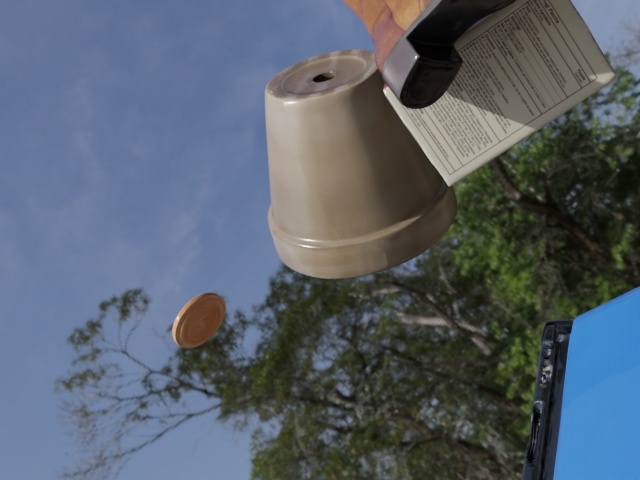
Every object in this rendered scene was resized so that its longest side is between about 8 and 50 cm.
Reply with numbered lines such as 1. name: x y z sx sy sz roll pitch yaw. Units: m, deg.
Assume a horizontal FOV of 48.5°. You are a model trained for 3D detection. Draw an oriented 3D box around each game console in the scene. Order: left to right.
1. game console: 0.303 0.217 0.712 0.250 0.174 0.293 57 -139 -35

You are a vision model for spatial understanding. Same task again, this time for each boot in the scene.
1. boot: 0.113 -0.329 0.785 0.096 0.280 0.264 -2 -39 -27

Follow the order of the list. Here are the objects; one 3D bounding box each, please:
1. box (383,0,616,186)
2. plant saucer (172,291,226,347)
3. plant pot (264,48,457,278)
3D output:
1. box: 0.213 -0.199 0.885 0.232 0.148 0.127 -33 10 14
2. plant saucer: -0.158 0.107 0.938 0.083 0.013 0.083 -34 -38 -32
3. plant pot: 0.042 -0.145 1.157 0.323 0.323 0.280 -33 -55 -24
